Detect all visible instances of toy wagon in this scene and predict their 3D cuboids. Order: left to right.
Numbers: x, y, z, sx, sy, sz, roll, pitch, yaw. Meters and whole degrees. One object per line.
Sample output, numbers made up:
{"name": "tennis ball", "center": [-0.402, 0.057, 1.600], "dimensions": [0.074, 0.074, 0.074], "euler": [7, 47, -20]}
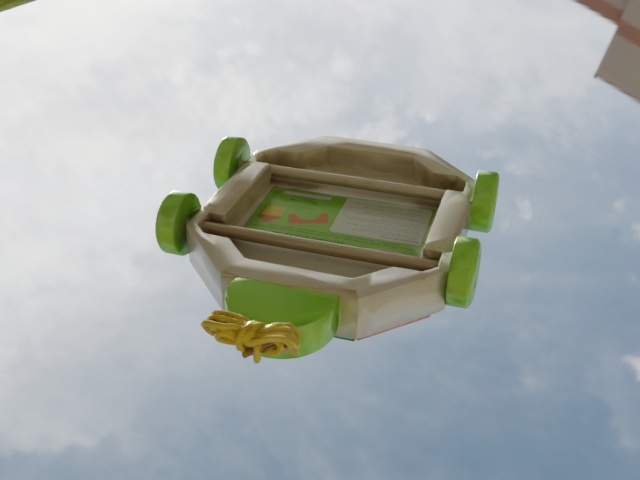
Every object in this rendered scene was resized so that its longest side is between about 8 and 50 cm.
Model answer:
{"name": "toy wagon", "center": [0.000, 0.000, 0.633], "dimensions": [0.267, 0.068, 0.344], "euler": [10, -146, 15]}

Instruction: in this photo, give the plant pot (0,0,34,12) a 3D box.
{"name": "plant pot", "center": [-0.231, -0.267, 0.397], "dimensions": [0.276, 0.276, 0.254], "euler": [-22, -76, -8]}
